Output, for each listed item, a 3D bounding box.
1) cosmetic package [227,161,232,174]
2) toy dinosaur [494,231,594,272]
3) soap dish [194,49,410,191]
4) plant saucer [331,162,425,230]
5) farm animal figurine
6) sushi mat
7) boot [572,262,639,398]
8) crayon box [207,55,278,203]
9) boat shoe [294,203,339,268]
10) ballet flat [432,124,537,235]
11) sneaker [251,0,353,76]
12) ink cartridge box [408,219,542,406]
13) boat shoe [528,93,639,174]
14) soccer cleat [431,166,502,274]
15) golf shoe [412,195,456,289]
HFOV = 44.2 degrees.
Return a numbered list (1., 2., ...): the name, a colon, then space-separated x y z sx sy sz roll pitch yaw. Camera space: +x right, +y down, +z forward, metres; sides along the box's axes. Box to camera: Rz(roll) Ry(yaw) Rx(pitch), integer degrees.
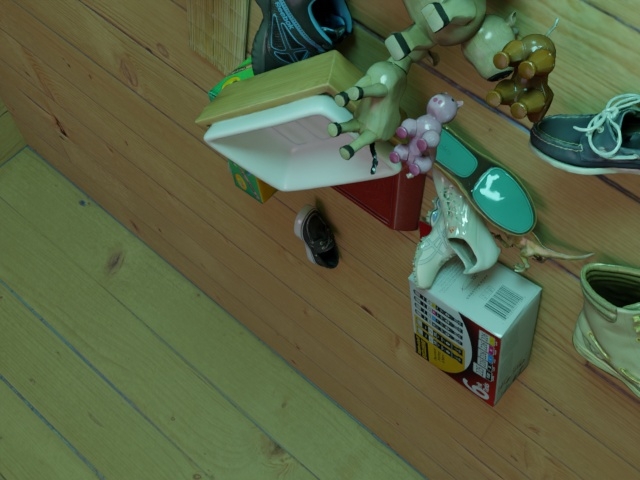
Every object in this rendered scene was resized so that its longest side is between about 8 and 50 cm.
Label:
1. cosmetic package: -0.139 -0.177 1.692 0.060 0.115 0.041 39 157 12
2. toy dinosaur: 0.337 0.012 1.260 0.183 0.053 0.092 33 155 27
3. soap dish: -0.019 -0.182 1.252 0.291 0.118 0.229 -7 153 42
4. plant saucer: 0.075 -0.138 1.469 0.258 0.048 0.259 36 157 20
5. farm animal figurine: 0.145 -0.253 0.959 0.330 0.172 0.326 -2 113 45
6. sushi mat: -0.195 -0.418 1.474 0.151 0.019 0.316 42 158 10
7. boot: 0.499 0.150 1.171 0.262 0.095 0.203 35 156 35
8. crayon box: -0.101 -0.216 1.477 0.081 0.165 0.278 35 157 24
9. boat shoe: 0.000 0.000 1.826 0.076 0.080 0.228 27 155 24
10. ballet flat: 0.244 -0.100 1.224 0.232 0.080 0.073 46 -173 4
11. sneaker: -0.026 -0.312 1.221 0.140 0.125 0.340 33 158 19
12. ink cartridge box: 0.267 0.143 1.529 0.272 0.130 0.309 34 157 28
13. boat shoe: 0.358 -0.119 0.917 0.255 0.095 0.079 23 152 41
14. soccer cleat: 0.227 -0.039 1.283 0.196 0.076 0.068 64 152 -1
15. golf shoe: 0.215 0.011 1.353 0.086 0.176 0.069 22 -165 24
